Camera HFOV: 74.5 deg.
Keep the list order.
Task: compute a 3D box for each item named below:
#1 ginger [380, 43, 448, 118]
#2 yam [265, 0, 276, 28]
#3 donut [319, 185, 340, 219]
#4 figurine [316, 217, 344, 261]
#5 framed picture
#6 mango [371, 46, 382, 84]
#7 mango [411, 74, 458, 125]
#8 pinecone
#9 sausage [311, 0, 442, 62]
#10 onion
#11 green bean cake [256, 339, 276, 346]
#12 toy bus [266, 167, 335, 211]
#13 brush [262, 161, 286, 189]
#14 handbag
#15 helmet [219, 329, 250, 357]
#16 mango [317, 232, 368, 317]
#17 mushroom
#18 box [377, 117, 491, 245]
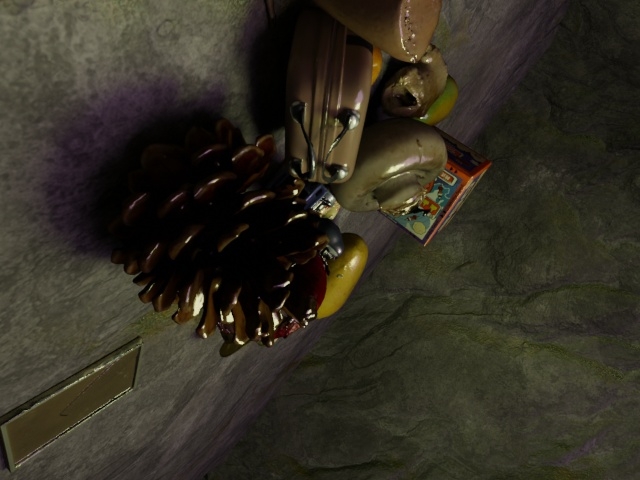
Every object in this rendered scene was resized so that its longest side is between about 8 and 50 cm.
[{"bbox_3d":[0.280,-0.464,1.233,0.275,0.130,0.221,-21,135,-57],"label":"ginger"},{"bbox_3d":[-0.079,-0.379,0.659,0.014,0.014,0.107,-46,162,-17],"label":"yam"},{"bbox_3d":[0.024,-0.120,1.378,0.108,0.065,0.166,-53,163,5],"label":"donut"},{"bbox_3d":[0.000,0.000,1.383,0.145,0.145,0.222,-42,-165,-27],"label":"figurine"},{"bbox_3d":[-0.559,0.372,0.975,0.315,0.024,0.232,-30,153,-48],"label":"framed picture"},{"bbox_3d":[0.090,-0.389,0.950,0.115,0.089,0.165,-52,166,7],"label":"mango"},{"bbox_3d":[0.392,-0.478,1.458,0.251,0.114,0.157,-52,148,-29],"label":"mango"},{"bbox_3d":[-0.140,0.014,0.726,0.384,0.384,0.384,-45,162,-19],"label":"pinecone"},{"bbox_3d":[0.066,-0.380,0.628,0.123,0.253,0.123,-40,161,-17],"label":"sausage"},{"bbox_3d":[-0.132,0.104,1.004,0.314,0.313,0.232,-40,146,-32],"label":"onion"},{"bbox_3d":[-0.154,0.146,1.175,0.233,0.236,0.124,-43,-177,-18],"label":"green bean cake"},{"bbox_3d":[-0.051,-0.096,1.007,0.125,0.133,0.292,-46,180,3],"label":"toy bus"},{"bbox_3d":[-0.084,-0.181,1.050,0.337,0.020,0.085,-52,163,3],"label":"brush"},{"bbox_3d":[0.008,-0.232,0.786,0.302,0.149,0.283,102,-4,-57],"label":"handbag"},{"bbox_3d":[-0.236,0.221,1.298,0.256,0.140,0.205,-34,-169,-20],"label":"helmet"},{"bbox_3d":[0.034,0.126,1.589,0.301,0.220,0.445,-58,179,-39],"label":"mango"},{"bbox_3d":[0.211,-0.188,1.258,0.362,0.295,0.362,-21,168,-5],"label":"mushroom"},{"bbox_3d":[0.360,-0.226,1.542,0.256,0.348,0.319,-32,156,-48],"label":"box"}]
